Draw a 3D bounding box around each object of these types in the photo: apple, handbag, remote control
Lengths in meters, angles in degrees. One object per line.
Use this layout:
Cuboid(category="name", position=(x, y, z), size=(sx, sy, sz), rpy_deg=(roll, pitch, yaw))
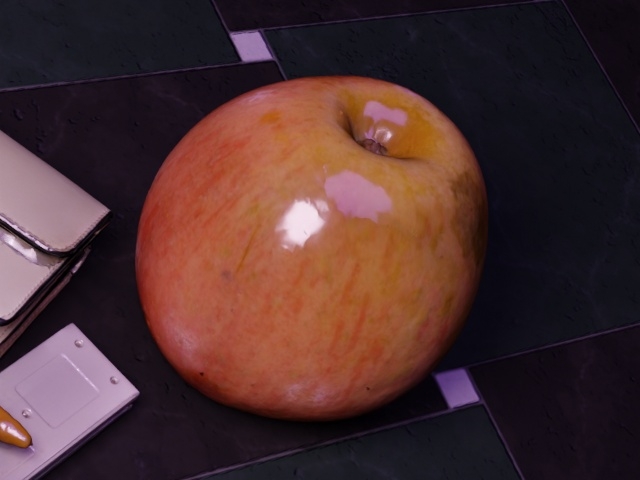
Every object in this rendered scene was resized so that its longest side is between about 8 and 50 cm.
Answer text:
Cuboid(category="apple", position=(0.000, 0.000, 1.795), size=(0.364, 0.364, 0.364), rpy_deg=(14, 52, -19))
Cuboid(category="handbag", position=(-0.411, -0.051, 1.729), size=(0.358, 0.160, 0.237), rpy_deg=(36, 41, 0))
Cuboid(category="remote control", position=(-0.306, 0.192, 1.677), size=(0.103, 0.055, 0.277), rpy_deg=(45, 48, 8))

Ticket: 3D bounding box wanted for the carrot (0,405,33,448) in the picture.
Cuboid(category="carrot", position=(-0.411, 0.107, 1.638), size=(0.336, 0.069, 0.069), rpy_deg=(26, 47, 11))
